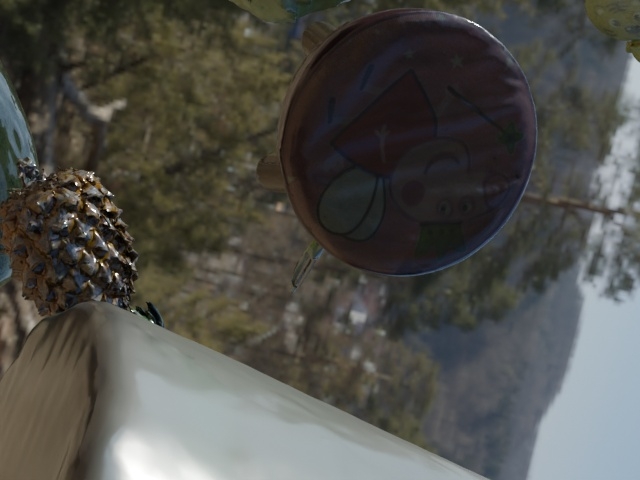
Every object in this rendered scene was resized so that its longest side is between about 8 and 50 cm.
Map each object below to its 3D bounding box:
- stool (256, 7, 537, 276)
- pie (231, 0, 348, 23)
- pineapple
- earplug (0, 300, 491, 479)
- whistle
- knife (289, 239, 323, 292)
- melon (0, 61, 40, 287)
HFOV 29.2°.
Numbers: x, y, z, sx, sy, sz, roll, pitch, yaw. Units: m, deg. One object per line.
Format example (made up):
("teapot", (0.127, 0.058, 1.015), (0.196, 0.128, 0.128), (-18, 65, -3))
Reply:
("stool", (0.070, -0.109, 1.288), (0.178, 0.272, 0.272), (-146, -112, -69))
("pie", (-0.019, -0.417, 1.240), (0.418, 0.395, 0.180), (64, -23, 15))
("pineapple", (-0.158, 0.047, 0.829), (0.103, 0.083, 0.221), (-31, 110, -31))
("earplug", (0.023, 0.240, 0.466), (0.313, 0.394, 0.313), (-53, -160, 30))
("whistle", (0.422, -0.276, 1.610), (0.198, 0.104, 0.057), (46, 60, -30))
("knife", (0.000, 0.000, 1.604), (0.026, 0.022, 0.184), (-96, -150, -49))
("melon", (-0.395, -0.086, 1.133), (0.329, 0.248, 0.248), (63, 18, -11))
